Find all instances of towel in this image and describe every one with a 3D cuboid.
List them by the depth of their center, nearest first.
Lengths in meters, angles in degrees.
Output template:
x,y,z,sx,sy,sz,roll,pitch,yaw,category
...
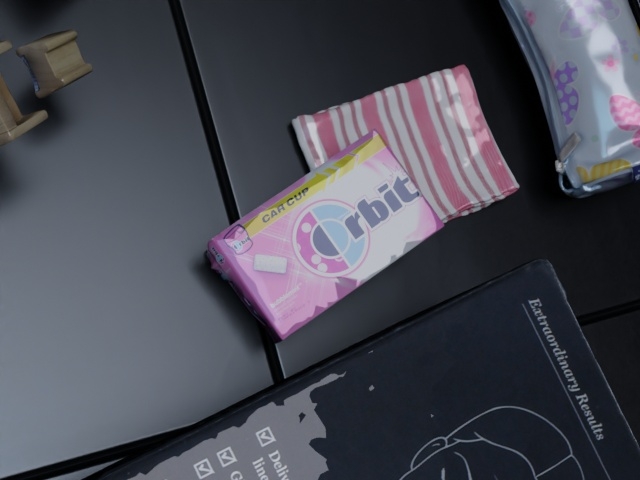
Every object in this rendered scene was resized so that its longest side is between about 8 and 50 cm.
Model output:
x,y,z,sx,sy,sz,roll,pitch,yaw,category
0.082,-0.080,1.081,0.197,0.029,0.144,-20,83,-21,towel

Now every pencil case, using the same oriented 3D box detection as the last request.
x,y,z,sx,sy,sz,roll,pitch,yaw,category
0.256,-0.178,1.117,0.124,0.113,0.273,-17,83,-1,pencil case

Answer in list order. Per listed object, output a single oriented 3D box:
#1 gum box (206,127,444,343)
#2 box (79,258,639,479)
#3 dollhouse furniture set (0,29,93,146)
x,y,z,sx,sy,sz,roll,pitch,yaw,category
0.000,0.000,1.002,0.188,0.062,0.107,-35,88,-11,gum box
0.047,0.236,0.895,0.395,0.212,0.293,-24,85,-21,box
-0.304,-0.246,0.977,0.303,0.198,0.286,-48,119,-52,dollhouse furniture set
